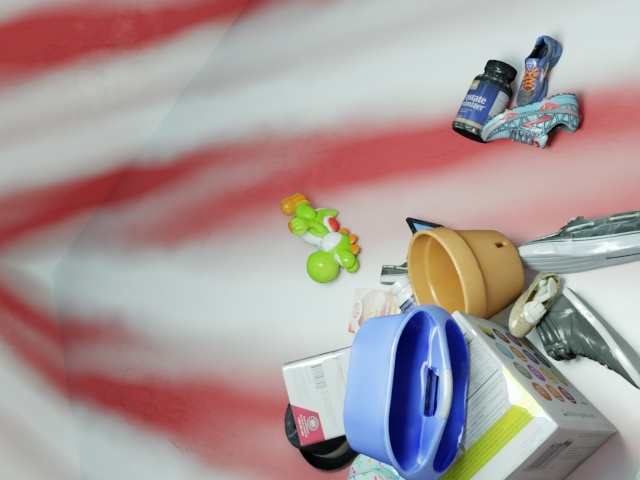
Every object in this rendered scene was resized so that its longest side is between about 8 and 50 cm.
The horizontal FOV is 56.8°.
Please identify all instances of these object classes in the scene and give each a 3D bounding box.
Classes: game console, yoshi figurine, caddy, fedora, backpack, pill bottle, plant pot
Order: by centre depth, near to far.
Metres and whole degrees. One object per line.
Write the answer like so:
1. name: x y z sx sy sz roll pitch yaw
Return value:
1. caddy: 0.190 0.299 1.185 0.179 0.241 0.342 -9 69 50
2. plant pot: 0.381 0.093 1.526 0.291 0.203 0.291 166 90 -74
3. backpack: 0.179 0.681 1.576 0.225 0.191 0.254 -31 51 40
4. pill bottle: 0.276 0.181 1.681 0.169 0.094 0.094 48 111 13
5. pill bottle: 0.481 -0.405 1.722 0.122 0.122 0.219 28 95 45
6. game console: 0.310 0.009 1.764 0.144 0.124 0.085 17 60 45
7. fedora: -0.001 0.534 1.815 0.334 0.152 0.334 -16 65 38
8. yoshi figurine: -0.024 0.011 2.015 0.362 0.203 0.203 47 124 40

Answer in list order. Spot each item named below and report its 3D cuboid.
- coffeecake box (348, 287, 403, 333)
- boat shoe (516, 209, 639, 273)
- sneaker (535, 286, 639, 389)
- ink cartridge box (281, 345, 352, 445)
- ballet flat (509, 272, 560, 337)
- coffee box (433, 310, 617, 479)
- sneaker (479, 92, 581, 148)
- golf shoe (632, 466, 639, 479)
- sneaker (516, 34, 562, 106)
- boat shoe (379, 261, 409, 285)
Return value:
1. coffeecake box: 0.185 0.227 1.811 0.185 0.068 0.143 2 78 44
2. boat shoe: 0.644 0.001 1.447 0.335 0.121 0.119 -9 58 32
3. sneaker: 0.621 0.259 1.373 0.147 0.104 0.296 -50 42 20
4. ink cartridge box: 0.065 0.420 1.668 0.306 0.131 0.226 -14 82 -3
5. ballet flat: 0.529 0.150 1.451 0.206 0.073 0.067 -52 4 -29
6. coffee box: 0.384 0.413 1.366 0.338 0.337 0.334 -53 46 17
7. sneaker: 0.565 -0.303 1.594 0.261 0.104 0.125 -16 80 21
8. golf shoe: 0.727 0.517 1.203 0.176 0.069 0.086 11 77 44
9. sneaker: 0.599 -0.474 1.662 0.083 0.087 0.221 18 88 46
10. boat shoe: 0.267 0.094 1.775 0.219 0.077 0.070 -5 73 44
